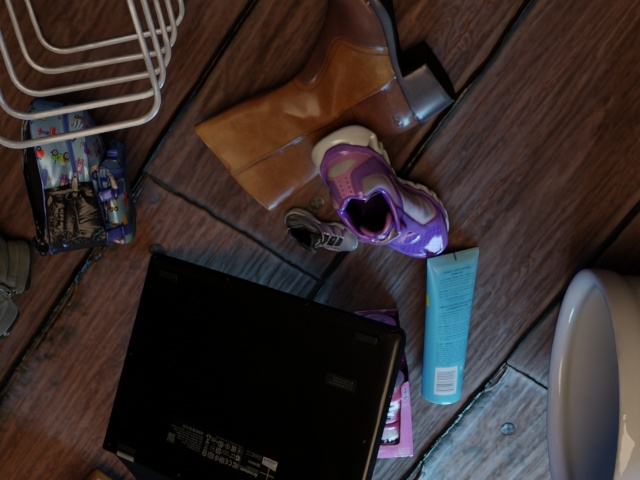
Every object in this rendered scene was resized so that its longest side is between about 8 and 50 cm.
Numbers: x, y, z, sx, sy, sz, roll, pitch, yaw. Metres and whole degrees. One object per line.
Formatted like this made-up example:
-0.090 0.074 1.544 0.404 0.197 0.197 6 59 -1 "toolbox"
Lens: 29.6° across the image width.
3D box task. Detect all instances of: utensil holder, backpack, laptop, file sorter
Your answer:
0.496 0.205 1.447 0.386 0.327 0.327 2 116 -4 "utensil holder"
-0.284 -0.084 1.409 0.117 0.158 0.173 -9 104 -4 "backpack"
-0.051 0.263 1.525 0.382 0.236 0.407 15 93 33 "laptop"
-0.255 -0.240 1.264 0.193 0.277 0.173 -11 119 6 "file sorter"

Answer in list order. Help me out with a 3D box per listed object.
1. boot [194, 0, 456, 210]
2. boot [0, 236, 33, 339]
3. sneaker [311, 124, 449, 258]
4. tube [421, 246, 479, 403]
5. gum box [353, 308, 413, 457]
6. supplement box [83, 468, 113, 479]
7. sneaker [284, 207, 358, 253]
-0.026 -0.197 1.402 0.280 0.096 0.264 -28 120 21 "boot"
-0.422 -0.010 1.476 0.161 0.083 0.246 19 80 -45 "boot"
0.076 -0.030 1.421 0.095 0.104 0.236 -30 137 20 "sneaker"
0.162 0.109 1.547 0.080 0.052 0.207 -16 121 -34 "tube"
0.077 0.178 1.504 0.062 0.188 0.107 -4 116 1 "gum box"
-0.244 0.417 1.649 0.233 0.078 0.080 35 115 -7 "supplement box"
0.000 0.000 1.486 0.098 0.069 0.038 20 115 -9 "sneaker"
